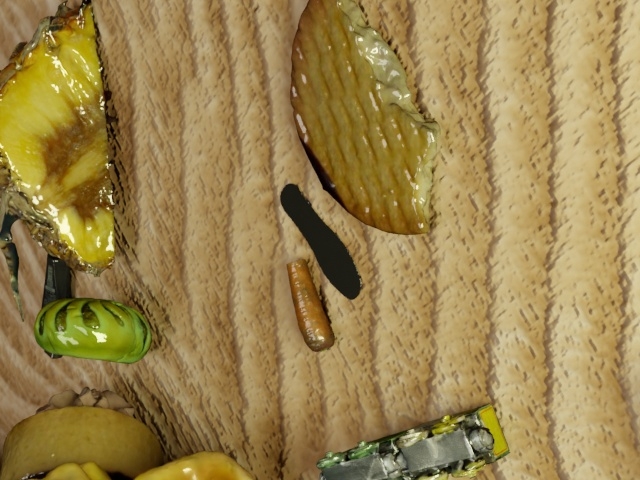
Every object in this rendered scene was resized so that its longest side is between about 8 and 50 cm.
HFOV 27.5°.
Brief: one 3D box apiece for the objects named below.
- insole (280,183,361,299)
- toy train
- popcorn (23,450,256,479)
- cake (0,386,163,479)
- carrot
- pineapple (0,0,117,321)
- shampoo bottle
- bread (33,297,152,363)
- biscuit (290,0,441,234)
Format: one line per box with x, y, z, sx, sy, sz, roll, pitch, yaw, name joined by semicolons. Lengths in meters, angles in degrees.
0.000;0.000;1.265;0.135;0.002;0.045;54;132;21;insole
0.083;0.197;1.184;0.202;0.081;0.060;-25;84;40;toy train
-0.175;0.375;1.325;0.349;0.381;0.349;159;90;-86;popcorn
-0.273;0.259;1.519;0.185;0.178;0.208;-11;126;8;cake
-0.011;0.065;1.277;0.032;0.032;0.093;-25;80;47;carrot
-0.332;-0.094;1.472;0.161;0.158;0.334;1;103;47;pineapple
-0.325;0.081;1.612;0.048;0.027;0.137;20;116;32;shampoo bottle
-0.253;0.100;1.468;0.130;0.139;0.071;-3;78;40;bread
0.040;-0.120;1.167;0.176;0.031;0.229;6;104;45;biscuit
